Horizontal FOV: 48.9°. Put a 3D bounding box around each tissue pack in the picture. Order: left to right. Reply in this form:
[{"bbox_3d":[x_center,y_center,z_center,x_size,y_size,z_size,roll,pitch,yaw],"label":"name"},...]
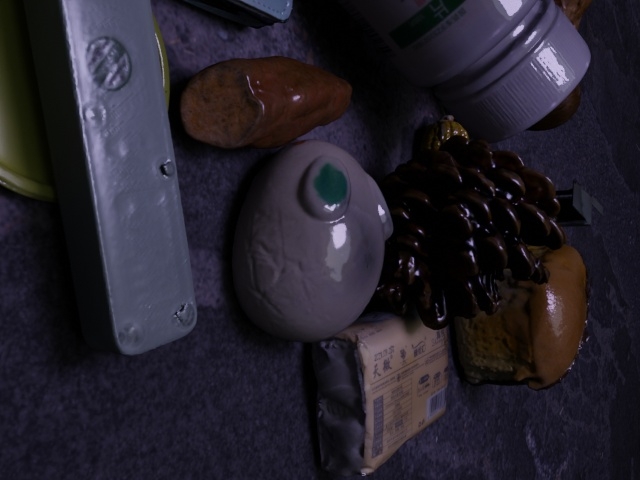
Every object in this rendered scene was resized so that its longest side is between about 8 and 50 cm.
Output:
[{"bbox_3d":[0.083,0.182,0.917,0.222,0.090,0.187,-16,105,-50],"label":"tissue pack"}]

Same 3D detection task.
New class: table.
[{"bbox_3d":[0.435,-0.059,1.331,0.175,0.146,0.063,26,68,-48],"label":"table"}]

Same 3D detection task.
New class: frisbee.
[{"bbox_3d":[-0.221,-0.149,0.590,0.235,0.017,0.236,3,86,-52],"label":"frisbee"}]

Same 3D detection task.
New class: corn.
[{"bbox_3d":[0.183,-0.071,1.063,0.080,0.080,0.238,12,82,-52],"label":"corn"}]

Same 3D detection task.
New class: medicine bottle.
[{"bbox_3d":[0.154,-0.296,0.845,0.339,0.208,0.208,44,53,-17],"label":"medicine bottle"}]

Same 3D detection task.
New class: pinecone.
[{"bbox_3d":[0.166,-0.014,0.894,0.257,0.243,0.244,-17,106,-11],"label":"pinecone"}]

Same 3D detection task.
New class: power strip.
[{"bbox_3d":[-0.177,-0.099,0.581,0.091,0.062,0.386,-18,104,-51],"label":"power strip"}]

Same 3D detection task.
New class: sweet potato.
[{"bbox_3d":[-0.042,-0.150,0.761,0.251,0.097,0.097,-17,103,-49],"label":"sweet potato"}]

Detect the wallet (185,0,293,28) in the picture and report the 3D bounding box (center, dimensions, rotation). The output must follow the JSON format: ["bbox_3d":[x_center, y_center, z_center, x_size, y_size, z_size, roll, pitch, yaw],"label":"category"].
[{"bbox_3d":[-0.095,-0.357,0.711,0.176,0.075,0.251,8,84,-49],"label":"wallet"}]

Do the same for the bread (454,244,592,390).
[{"bbox_3d":[0.330,0.106,1.149,0.162,0.204,0.262,46,51,-45],"label":"bread"}]

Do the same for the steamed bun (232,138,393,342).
[{"bbox_3d":[0.000,0.000,0.781,0.177,0.130,0.228,21,75,-48],"label":"steamed bun"}]

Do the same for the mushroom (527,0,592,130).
[{"bbox_3d":[0.317,-0.334,1.115,0.345,0.238,0.346,-35,131,-52],"label":"mushroom"}]
